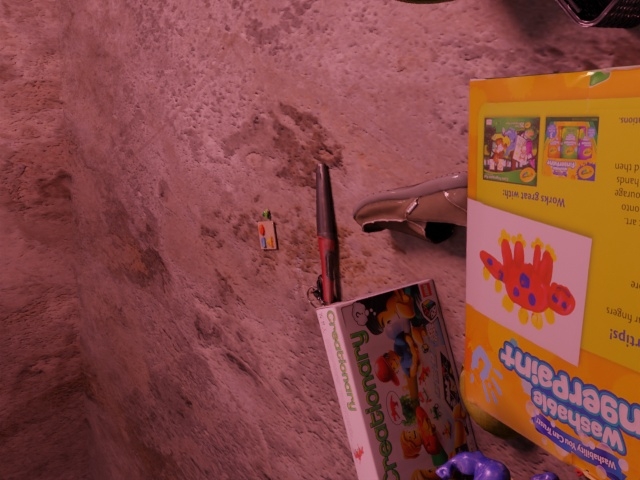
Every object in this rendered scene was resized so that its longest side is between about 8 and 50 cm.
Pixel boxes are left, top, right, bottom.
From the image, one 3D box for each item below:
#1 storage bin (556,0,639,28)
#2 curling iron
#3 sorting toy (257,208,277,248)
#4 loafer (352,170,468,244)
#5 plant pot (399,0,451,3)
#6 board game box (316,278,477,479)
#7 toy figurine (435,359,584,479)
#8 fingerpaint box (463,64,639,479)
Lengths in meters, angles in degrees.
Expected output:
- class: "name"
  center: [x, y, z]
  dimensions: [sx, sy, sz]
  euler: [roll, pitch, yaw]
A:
- class: "storage bin"
  center: [0.310, -0.312, 0.675]
  dimensions: [0.122, 0.084, 0.180]
  euler: [60, 141, 23]
- class: "curling iron"
  center: [0.000, 0.000, 1.219]
  dimensions: [0.068, 0.035, 0.273]
  euler: [15, 112, 51]
- class: "sorting toy"
  center: [-0.111, -0.023, 1.382]
  dimensions: [0.062, 0.012, 0.083]
  euler: [0, 100, 54]
- class: "loafer"
  center: [0.139, -0.035, 0.972]
  dimensions: [0.251, 0.094, 0.087]
  euler: [-14, 84, 54]
- class: "plant pot"
  center: [0.114, -0.475, 0.779]
  dimensions: [0.274, 0.275, 0.293]
  euler: [-54, 40, 45]
- class: "board game box"
  center: [0.117, 0.222, 0.990]
  dimensions: [0.053, 0.193, 0.305]
  euler: [-20, 84, 54]
- class: "toy figurine"
  center: [0.234, 0.319, 0.839]
  dimensions: [0.191, 0.217, 0.362]
  euler: [-37, 70, 51]
- class: "fingerpaint box"
  center: [0.317, 0.036, 0.593]
  dimensions: [0.445, 0.163, 0.371]
  euler: [-158, 65, -66]
